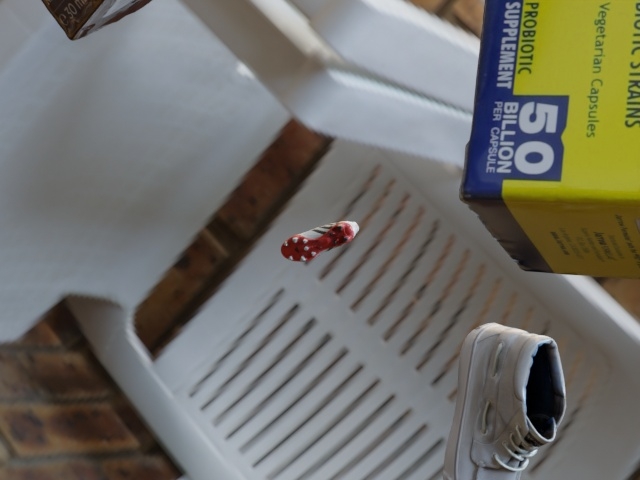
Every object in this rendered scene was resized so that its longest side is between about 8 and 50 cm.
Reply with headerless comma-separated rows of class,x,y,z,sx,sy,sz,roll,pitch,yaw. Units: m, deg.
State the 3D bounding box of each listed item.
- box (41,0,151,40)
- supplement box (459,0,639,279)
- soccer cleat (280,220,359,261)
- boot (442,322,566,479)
box,-0.227,-0.368,1.063,0.143,0.381,0.191,-37,-176,-31
supplement box,0.286,-0.084,0.835,0.195,0.356,0.194,38,57,-66
soccer cleat,0.000,0.000,1.363,0.083,0.029,0.035,-21,-177,25
boot,0.216,0.229,1.591,0.095,0.123,0.258,0,93,-32
